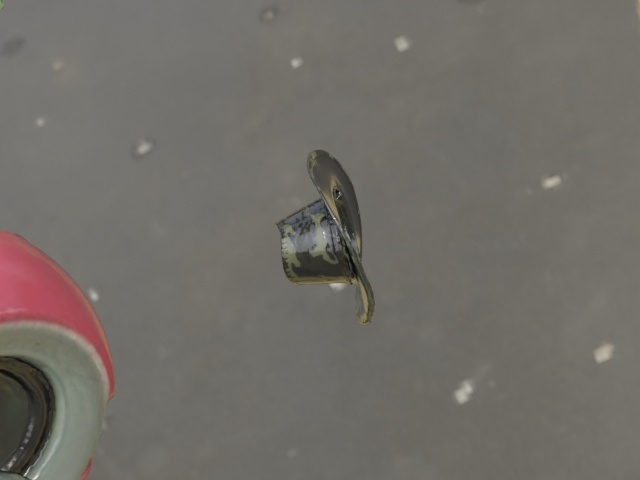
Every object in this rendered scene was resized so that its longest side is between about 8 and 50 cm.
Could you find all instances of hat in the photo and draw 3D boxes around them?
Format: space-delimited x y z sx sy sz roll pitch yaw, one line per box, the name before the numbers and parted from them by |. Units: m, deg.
hat | 0.000 0.000 1.059 0.050 0.121 0.121 -17 38 5

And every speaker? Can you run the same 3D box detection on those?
speaker | -0.317 0.134 1.437 0.294 0.294 0.294 -18 38 15

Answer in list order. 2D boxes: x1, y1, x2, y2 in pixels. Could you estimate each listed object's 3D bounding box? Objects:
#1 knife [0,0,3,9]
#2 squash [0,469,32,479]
knife | -0.273 -0.100 1.158 0.207 0.014 0.030 -37 67 30
squash | -0.214 0.240 1.114 0.218 0.218 0.172 -6 62 28
